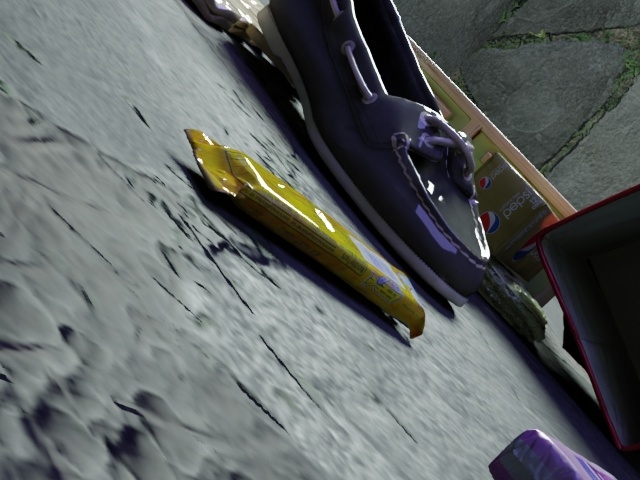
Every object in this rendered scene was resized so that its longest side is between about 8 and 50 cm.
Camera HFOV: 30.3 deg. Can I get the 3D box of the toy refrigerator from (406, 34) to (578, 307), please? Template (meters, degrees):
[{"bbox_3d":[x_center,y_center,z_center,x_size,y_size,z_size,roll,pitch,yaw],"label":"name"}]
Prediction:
[{"bbox_3d":[0.140,-0.062,1.120,0.269,0.102,0.094,46,10,-1],"label":"toy refrigerator"}]

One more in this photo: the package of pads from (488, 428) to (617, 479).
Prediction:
[{"bbox_3d":[0.106,0.111,0.478,0.083,0.032,0.050,35,17,-47],"label":"package of pads"}]

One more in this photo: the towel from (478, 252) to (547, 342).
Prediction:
[{"bbox_3d":[0.134,0.021,0.974,0.148,0.027,0.110,46,9,1],"label":"towel"}]

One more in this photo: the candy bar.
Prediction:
[{"bbox_3d":[0.000,0.000,0.522,0.161,0.018,0.040,37,17,-44],"label":"candy bar"}]

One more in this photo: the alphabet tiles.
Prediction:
[{"bbox_3d":[-0.090,-0.218,1.024,0.278,0.021,0.284,47,10,9],"label":"alphabet tiles"}]

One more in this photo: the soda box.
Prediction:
[{"bbox_3d":[0.160,-0.016,0.982,0.061,0.058,0.181,49,7,19],"label":"soda box"}]

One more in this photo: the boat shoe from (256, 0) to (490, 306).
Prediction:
[{"bbox_3d":[0.046,-0.099,0.828,0.112,0.095,0.335,34,21,-43],"label":"boat shoe"}]

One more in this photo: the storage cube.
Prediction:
[{"bbox_3d":[0.310,0.051,0.945,0.193,0.215,0.184,16,52,-62],"label":"storage cube"}]
